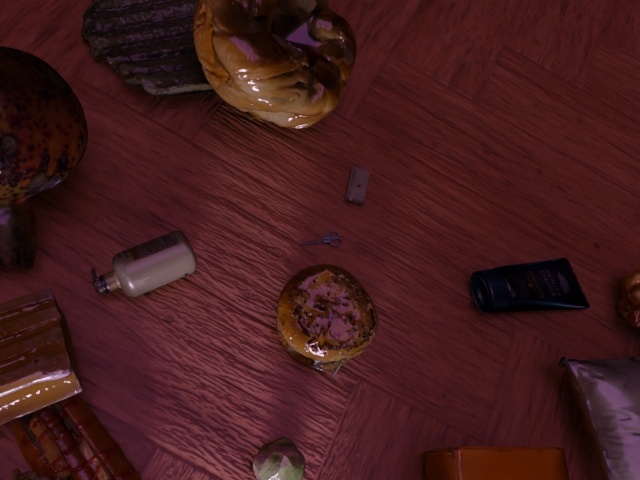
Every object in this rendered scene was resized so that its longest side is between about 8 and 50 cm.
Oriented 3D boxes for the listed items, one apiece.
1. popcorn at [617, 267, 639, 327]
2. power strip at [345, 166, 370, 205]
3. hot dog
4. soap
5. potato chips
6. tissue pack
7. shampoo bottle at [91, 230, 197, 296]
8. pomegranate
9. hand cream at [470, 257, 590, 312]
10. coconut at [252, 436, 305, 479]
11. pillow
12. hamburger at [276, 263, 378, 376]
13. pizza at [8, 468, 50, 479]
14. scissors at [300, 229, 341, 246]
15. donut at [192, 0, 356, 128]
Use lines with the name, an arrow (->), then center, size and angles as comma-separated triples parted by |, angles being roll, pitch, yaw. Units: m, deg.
popcorn -> 0.714, 0.125, 1.069 | 0.170, 0.180, 0.180 | 27, 59, -28
power strip -> 0.077, -0.114, 1.070 | 0.040, 0.016, 0.090 | 17, 62, -7
hot dog -> -0.343, 0.307, 0.725 | 0.104, 0.076, 0.250 | -35, 81, -26
soap -> -0.488, 0.183, 0.703 | 0.274, 0.089, 0.173 | -19, 44, -21
potato chips -> -0.274, -0.458, 1.098 | 0.429, 0.070, 0.358 | -24, 74, -24
tissue pack -> 0.273, 0.466, 0.791 | 0.195, 0.145, 0.274 | 8, 64, -14
shampoo bottle -> -0.293, 0.046, 0.855 | 0.162, 0.079, 0.079 | -25, 75, -24
pomegranate -> -0.501, -0.118, 0.795 | 0.285, 0.285, 0.340 | -11, 101, -20
hand cream -> 0.434, 0.096, 1.063 | 0.271, 0.061, 0.120 | -2, 61, -25
coconut -> -0.061, 0.342, 0.785 | 0.083, 0.082, 0.081 | 21, 66, -8
pillow -> 0.616, 0.352, 0.954 | 0.313, 0.119, 0.310 | -3, 64, -19
hamburger -> 0.013, 0.138, 0.883 | 0.177, 0.113, 0.185 | 0, 65, -17
pizza -> -0.354, 0.427, 0.617 | 0.280, 0.075, 0.287 | 13, 53, -36
scissors -> 0.000, 0.000, 1.002 | 0.083, 0.006, 0.036 | -9, 67, -19
donut -> -0.085, -0.393, 1.024 | 0.360, 0.170, 0.360 | 13, 68, -35
